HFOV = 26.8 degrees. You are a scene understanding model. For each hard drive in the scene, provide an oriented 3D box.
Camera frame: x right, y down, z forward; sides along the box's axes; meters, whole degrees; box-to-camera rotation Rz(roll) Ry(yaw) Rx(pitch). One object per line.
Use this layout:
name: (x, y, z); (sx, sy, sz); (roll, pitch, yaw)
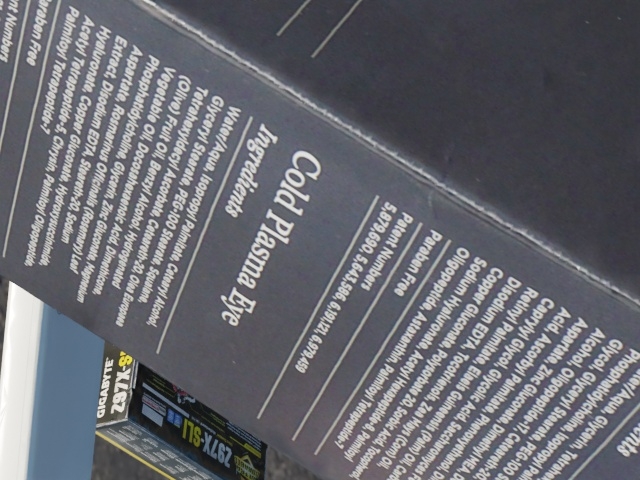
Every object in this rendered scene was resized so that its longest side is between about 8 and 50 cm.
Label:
hard drive: (-0.284, 0.213, 1.400); (0.047, 0.233, 0.353); (5, 88, 7)

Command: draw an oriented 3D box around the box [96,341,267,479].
box: (-0.188, 0.209, 1.910); (0.079, 0.257, 0.322); (-16, 142, 28)

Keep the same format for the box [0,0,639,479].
box: (0.064, -0.077, 0.575); (0.313, 0.343, 0.179); (32, 138, 5)
